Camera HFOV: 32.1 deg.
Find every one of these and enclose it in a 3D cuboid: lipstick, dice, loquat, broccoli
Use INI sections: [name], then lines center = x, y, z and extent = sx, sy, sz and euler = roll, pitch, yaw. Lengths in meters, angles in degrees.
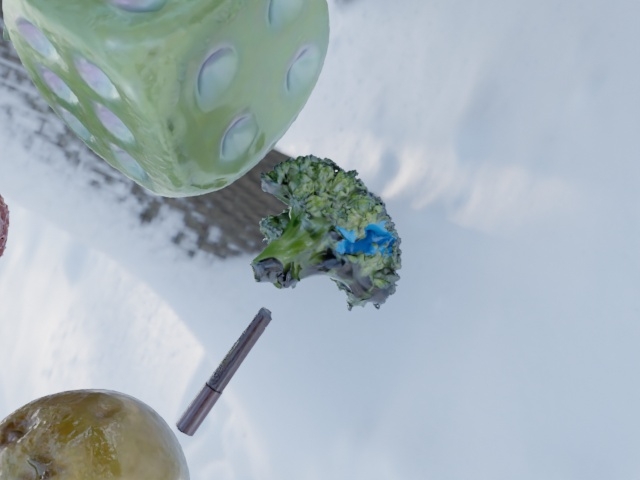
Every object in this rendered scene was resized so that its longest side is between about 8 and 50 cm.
[lipstick]
center = -0.110, 0.151, 1.290
extent = 0.176, 0.027, 0.027
euler = -55, 22, 8
[dice]
center = -0.155, -0.219, 1.154
extent = 0.250, 0.254, 0.252
euler = -46, -28, -21
[loquat]
center = -0.307, 0.336, 1.450
extent = 0.284, 0.276, 0.276
euler = 66, -154, -52
[broccoli]
center = 0.000, 0.000, 1.154
extent = 0.155, 0.167, 0.160
euler = 10, 39, 43

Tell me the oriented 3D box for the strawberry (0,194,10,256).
[strawberry]
center = -0.441, -0.029, 1.344
extent = 0.107, 0.175, 0.236
euler = -17, 19, 7
